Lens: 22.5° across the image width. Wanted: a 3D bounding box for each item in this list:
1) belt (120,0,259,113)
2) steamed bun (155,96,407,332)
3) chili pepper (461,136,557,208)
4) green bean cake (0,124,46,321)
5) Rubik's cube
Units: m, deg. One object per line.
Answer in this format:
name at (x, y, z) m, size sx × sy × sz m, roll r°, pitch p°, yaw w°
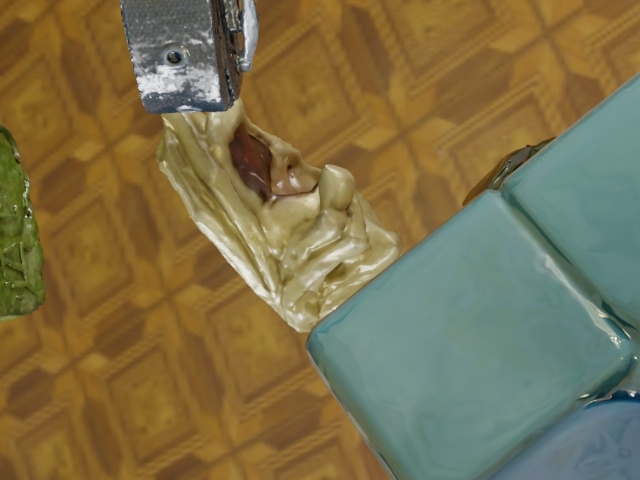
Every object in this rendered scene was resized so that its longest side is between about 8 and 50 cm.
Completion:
belt at (-0.124, -0.218, 1.586) m, size 0.128 × 0.122 × 0.218 m, roll -1°, pitch 134°, yaw 3°
steamed bun at (0.000, 0.000, 1.794) m, size 0.189 × 0.428 × 0.247 m, roll -28°, pitch 46°, yaw 13°
chili pepper at (0.220, -0.049, 1.611) m, size 0.148 × 0.116 × 0.264 m, roll -63°, pitch 10°, yaw -19°
green bean cake at (-0.372, -0.012, 1.517) m, size 0.113 × 0.214 × 0.200 m, roll -17°, pitch 80°, yaw 36°
Rubik's cube at (0.262, 0.117, 0.724) m, size 0.344 × 0.347 × 0.346 m, roll -39°, pitch 56°, yaw 2°
